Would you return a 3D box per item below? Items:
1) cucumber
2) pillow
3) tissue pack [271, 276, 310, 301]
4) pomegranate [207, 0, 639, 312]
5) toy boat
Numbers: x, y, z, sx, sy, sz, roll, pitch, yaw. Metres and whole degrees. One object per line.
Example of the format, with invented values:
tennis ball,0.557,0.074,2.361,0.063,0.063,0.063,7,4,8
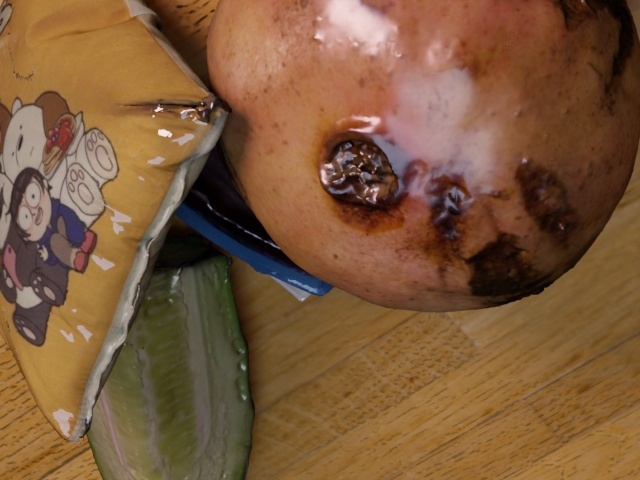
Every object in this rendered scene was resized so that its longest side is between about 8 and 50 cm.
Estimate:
cucumber,-0.141,0.139,1.367,0.145,0.105,0.325,-24,126,-25
pillow,-0.189,-0.059,1.160,0.119,0.312,0.310,2,127,-33
tissue pack,0.000,0.000,1.310,0.056,0.023,0.108,41,116,-15
pomegranate,0.073,-0.103,1.101,0.322,0.322,0.322,3,121,5
toy boat,-0.068,-0.042,1.259,0.223,0.100,0.097,36,162,2
